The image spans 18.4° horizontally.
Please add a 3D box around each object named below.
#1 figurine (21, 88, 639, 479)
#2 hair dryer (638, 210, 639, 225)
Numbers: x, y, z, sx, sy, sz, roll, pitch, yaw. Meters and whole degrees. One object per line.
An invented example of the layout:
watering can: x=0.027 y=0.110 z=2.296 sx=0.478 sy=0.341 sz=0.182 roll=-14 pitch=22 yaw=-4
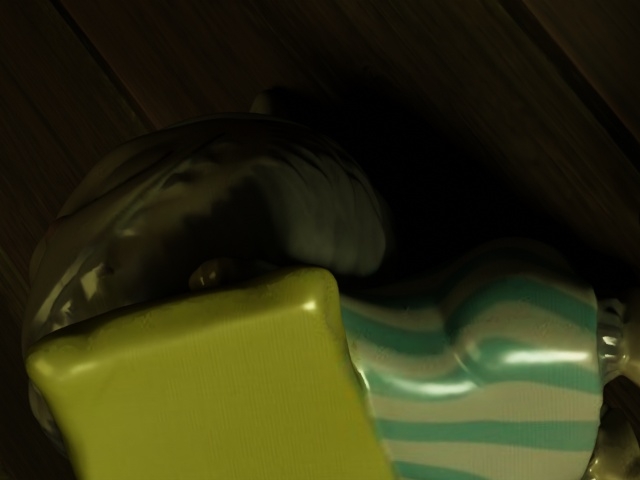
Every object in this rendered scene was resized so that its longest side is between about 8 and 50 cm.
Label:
figurine: x=0.000 y=0.000 z=1.230 sx=0.378 sy=0.361 sz=0.266 roll=-95 pitch=6 yaw=-46
hair dryer: x=0.189 y=-0.059 z=0.960 sx=0.114 sy=0.070 sz=0.248 roll=54 pitch=163 yaw=13
